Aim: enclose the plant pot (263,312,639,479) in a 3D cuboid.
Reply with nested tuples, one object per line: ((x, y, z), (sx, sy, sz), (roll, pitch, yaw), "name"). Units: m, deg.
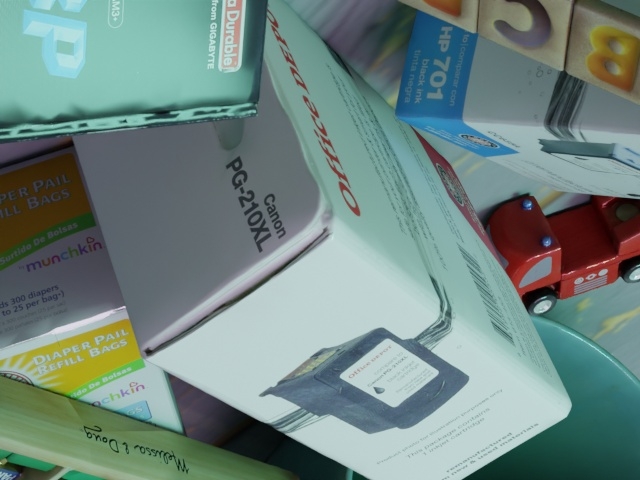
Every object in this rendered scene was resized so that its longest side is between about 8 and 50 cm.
((0.069, 0.217, 0.946), (0.293, 0.293, 0.235), (6, 156, -35), "plant pot")

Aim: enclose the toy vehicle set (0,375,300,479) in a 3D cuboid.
((-0.147, 0.143, 0.742), (0.166, 0.035, 0.267), (-38, 142, 22), "toy vehicle set")

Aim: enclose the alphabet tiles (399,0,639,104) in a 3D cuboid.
((0.060, -0.142, 0.530), (0.009, 0.237, 0.198), (-52, 156, -28), "alphabet tiles")

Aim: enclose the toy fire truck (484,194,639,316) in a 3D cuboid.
((0.184, -0.032, 0.871), (0.192, 0.047, 0.135), (-17, 144, -7), "toy fire truck")

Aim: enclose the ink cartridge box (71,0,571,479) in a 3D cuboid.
((0.000, 0.000, 0.700), (0.100, 0.172, 0.237), (-34, 144, 15), "ink cartridge box")

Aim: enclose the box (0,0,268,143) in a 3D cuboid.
((-0.095, -0.140, 0.471), (0.175, 0.051, 0.220), (-9, 117, -33), "box")

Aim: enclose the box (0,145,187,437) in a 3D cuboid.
((-0.138, 0.063, 0.765), (0.114, 0.103, 0.203), (-18, 145, -8), "box")

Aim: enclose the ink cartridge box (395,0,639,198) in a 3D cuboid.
((0.152, -0.068, 0.685), (0.140, 0.191, 0.082), (19, 84, -44), "ink cartridge box")
